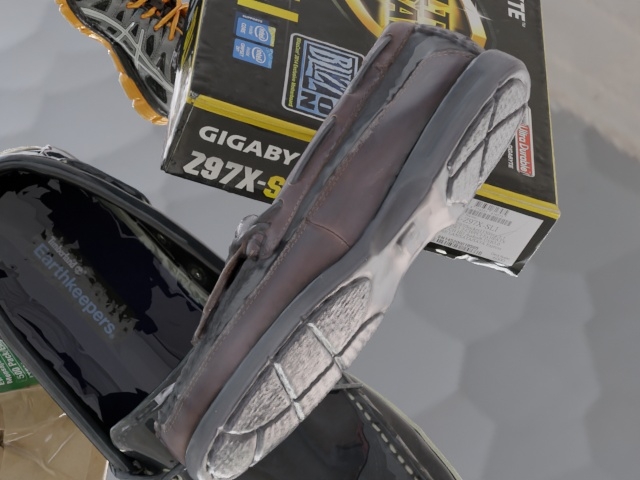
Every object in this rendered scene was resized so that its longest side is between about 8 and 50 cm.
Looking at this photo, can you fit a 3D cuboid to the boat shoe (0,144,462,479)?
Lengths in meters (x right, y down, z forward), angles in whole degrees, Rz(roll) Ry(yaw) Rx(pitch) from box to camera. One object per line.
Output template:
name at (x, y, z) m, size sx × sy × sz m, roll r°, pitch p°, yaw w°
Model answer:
boat shoe at (-0.078, 0.115, 1.101) m, size 0.500 × 0.187 × 0.156 m, roll 43°, pitch 172°, yaw 4°

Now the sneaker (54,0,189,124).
sneaker at (-0.147, -0.187, 1.293) m, size 0.083 × 0.084 × 0.215 m, roll -4°, pitch 140°, yaw 33°

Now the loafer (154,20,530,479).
loafer at (0.000, 0.000, 0.885) m, size 0.095 × 0.302 × 0.109 m, roll 33°, pitch 164°, yaw 24°

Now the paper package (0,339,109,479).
paper package at (-0.350, 0.171, 1.365) m, size 0.325 × 0.168 × 0.309 m, roll 34°, pitch 125°, yaw 36°

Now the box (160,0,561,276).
box at (0.033, -0.142, 1.113) m, size 0.257 × 0.322 × 0.079 m, roll 15°, pitch 134°, yaw -11°
